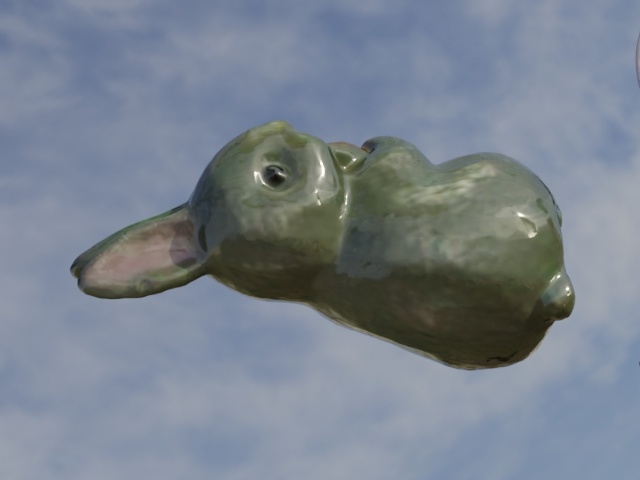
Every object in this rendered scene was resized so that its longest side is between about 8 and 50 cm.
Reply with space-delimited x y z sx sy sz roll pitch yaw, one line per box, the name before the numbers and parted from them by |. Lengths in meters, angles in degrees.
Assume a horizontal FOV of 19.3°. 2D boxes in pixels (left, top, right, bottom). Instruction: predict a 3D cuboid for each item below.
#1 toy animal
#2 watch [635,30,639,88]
toy animal | 0.001 -0.002 0.975 0.251 0.125 0.127 6 -21 -11
watch | 0.367 -0.149 1.610 0.231 0.244 0.196 -53 -27 -8
